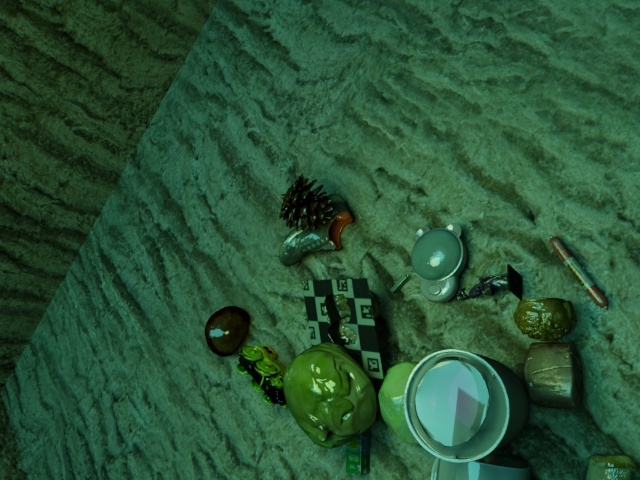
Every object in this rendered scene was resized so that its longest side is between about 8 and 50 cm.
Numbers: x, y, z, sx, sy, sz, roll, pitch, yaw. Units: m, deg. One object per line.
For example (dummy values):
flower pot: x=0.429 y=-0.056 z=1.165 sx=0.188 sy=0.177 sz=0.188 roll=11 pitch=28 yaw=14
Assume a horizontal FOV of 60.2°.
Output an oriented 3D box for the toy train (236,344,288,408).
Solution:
toy train: x=-0.185 y=0.489 z=2.006 sx=0.296 sy=0.160 sz=0.101 roll=37 pitch=110 yaw=41

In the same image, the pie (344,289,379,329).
pie: x=0.115 y=0.236 z=1.892 sx=0.193 sy=0.079 sz=0.163 roll=0 pitch=90 yaw=38

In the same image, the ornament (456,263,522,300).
ornament: x=0.487 y=0.133 z=1.624 sx=0.203 sy=0.088 sz=0.081 roll=-16 pitch=48 yaw=47

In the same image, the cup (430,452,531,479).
cup: x=0.386 y=0.722 z=1.451 sx=0.322 sy=0.236 sz=0.327 roll=167 pitch=113 yaw=-67

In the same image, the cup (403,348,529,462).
cup: x=0.394 y=0.416 z=1.409 sx=0.253 sy=0.371 sz=0.254 roll=-10 pitch=72 yaw=31

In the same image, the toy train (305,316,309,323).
toy train: x=-0.022 y=0.266 z=2.011 sx=0.092 sy=0.045 sz=0.029 roll=-54 pitch=49 yaw=10

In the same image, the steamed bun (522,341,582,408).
steamed bun: x=0.609 y=0.352 z=1.446 sx=0.144 sy=0.106 sz=0.175 roll=-14 pitch=55 yaw=41

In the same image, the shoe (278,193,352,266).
shoe: x=0.000 y=0.000 z=2.024 sx=0.336 sy=0.132 sz=0.171 roll=-48 pitch=57 yaw=11

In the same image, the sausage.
sausage: x=0.697 y=0.083 z=1.495 sx=0.034 sy=0.034 sz=0.253 roll=-42 pitch=56 yaw=22

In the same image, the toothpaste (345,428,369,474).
toothpaste: x=0.123 y=0.611 z=1.790 sx=0.065 sy=0.050 sz=0.267 roll=-9 pitch=72 yaw=38

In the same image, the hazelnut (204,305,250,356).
hazelnut: x=-0.369 y=0.355 z=2.208 sx=0.170 sy=0.161 sz=0.201 roll=36 pitch=63 yaw=27

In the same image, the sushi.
sushi: x=0.099 y=0.299 z=1.830 sx=0.296 sy=0.099 sz=0.374 roll=-7 pitch=94 yaw=43

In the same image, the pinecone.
pinecone: x=-0.047 y=-0.119 z=1.913 sx=0.207 sy=0.207 sz=0.208 roll=-12 pitch=70 yaw=36

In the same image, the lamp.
lamp: x=0.362 y=0.069 z=1.720 sx=0.179 sy=0.107 sz=0.246 roll=-9 pitch=72 yaw=41

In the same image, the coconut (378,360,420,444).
coconut: x=0.273 y=0.473 z=1.616 sx=0.204 sy=0.236 sz=0.236 roll=-29 pitch=57 yaw=-2

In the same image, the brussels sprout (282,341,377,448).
brussels sprout: x=0.017 y=0.467 z=1.713 sx=0.328 sy=0.247 sz=0.328 roll=31 pitch=137 yaw=35

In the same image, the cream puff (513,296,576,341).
cream puff: x=0.594 y=0.209 z=1.462 sx=0.165 sy=0.150 sz=0.115 roll=-2 pitch=80 yaw=-6

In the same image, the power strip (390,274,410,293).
power strip: x=0.265 y=0.143 z=1.828 sx=0.083 sy=0.027 sz=0.017 roll=-50 pitch=52 yaw=14

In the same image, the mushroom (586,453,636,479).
mushroom: x=0.675 y=0.680 z=1.307 sx=0.122 sy=0.094 sz=0.352 roll=1 pitch=77 yaw=59
